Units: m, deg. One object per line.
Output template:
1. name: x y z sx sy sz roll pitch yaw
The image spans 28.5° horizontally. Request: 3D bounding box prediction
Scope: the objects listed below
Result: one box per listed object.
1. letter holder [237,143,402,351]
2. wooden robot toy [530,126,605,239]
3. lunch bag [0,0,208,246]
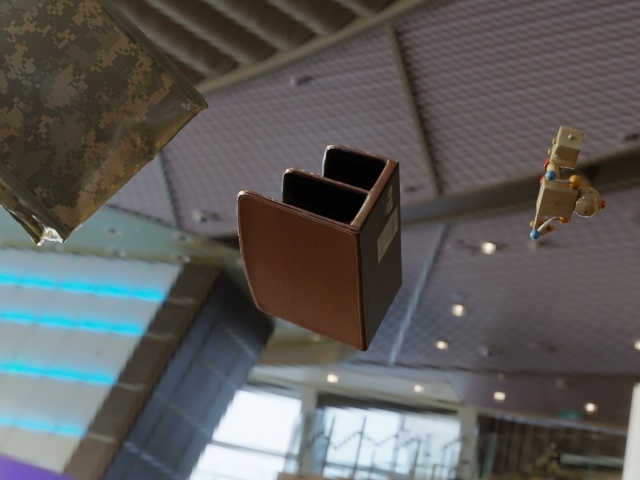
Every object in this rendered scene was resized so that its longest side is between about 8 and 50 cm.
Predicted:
1. letter holder: 0.000 0.000 1.963 0.214 0.152 0.302 18 -36 18
2. wooden robot toy: 0.299 -0.062 1.489 0.079 0.076 0.173 12 -47 6
3. lunch bag: -0.316 -0.171 1.397 0.287 0.235 0.169 49 -19 -15
